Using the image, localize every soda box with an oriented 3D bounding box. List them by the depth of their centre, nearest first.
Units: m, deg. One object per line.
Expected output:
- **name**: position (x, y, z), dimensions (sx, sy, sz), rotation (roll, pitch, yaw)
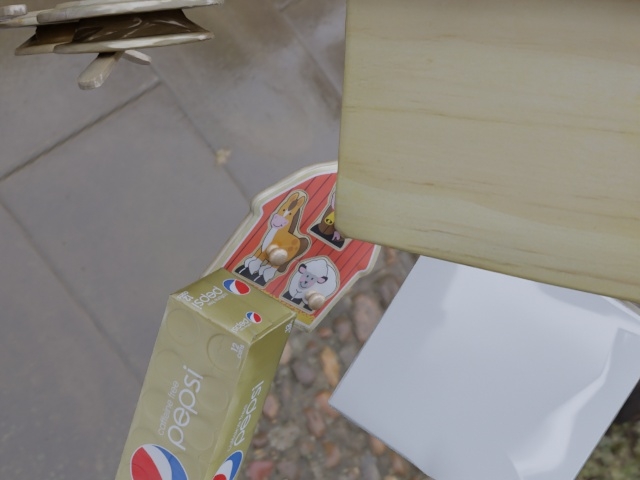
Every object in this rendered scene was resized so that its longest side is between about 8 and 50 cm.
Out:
- **soda box**: position (-0.077, 0.112, 0.697), dimensions (0.061, 0.181, 0.058), rotation (29, 28, 18)

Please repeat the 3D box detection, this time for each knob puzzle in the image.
- **knob puzzle**: position (0.000, 0.000, 1.115), dimensions (0.213, 0.213, 0.030), rotation (17, 21, -42)

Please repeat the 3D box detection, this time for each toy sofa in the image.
- **toy sofa**: position (0.173, -0.094, 0.464), dimensions (0.363, 0.150, 0.177), rotation (-11, 109, -49)

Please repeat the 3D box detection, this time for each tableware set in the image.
- **tableware set**: position (-0.109, -0.102, 0.572), dimensions (0.128, 0.194, 0.039), rotation (-11, 102, -23)

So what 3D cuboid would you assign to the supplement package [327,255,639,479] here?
- **supplement package**: position (0.169, 0.107, 0.991), dimensions (0.199, 0.198, 0.263), rotation (33, 7, 15)
